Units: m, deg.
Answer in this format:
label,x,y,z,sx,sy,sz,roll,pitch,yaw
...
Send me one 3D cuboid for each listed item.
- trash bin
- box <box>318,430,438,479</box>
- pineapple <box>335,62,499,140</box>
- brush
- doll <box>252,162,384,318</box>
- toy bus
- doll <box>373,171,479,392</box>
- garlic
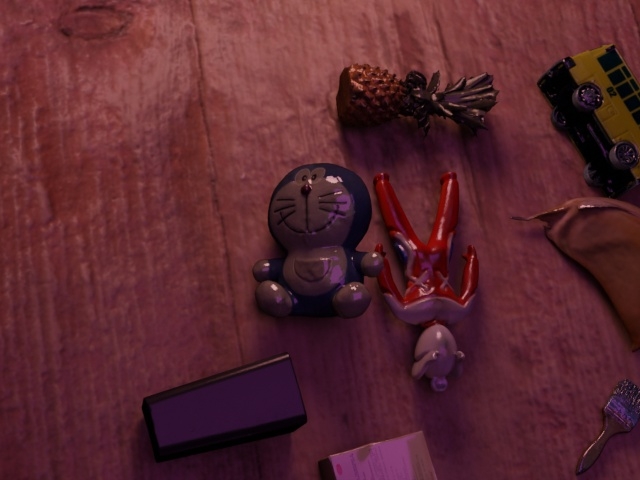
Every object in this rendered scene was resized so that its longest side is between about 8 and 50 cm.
label,x,y,z,sx,sy,sz,roll,pitch,yaw
trash bin,-0.151,0.265,1.757,0.225,0.165,0.115,-15,79,-14
box,0.105,0.426,1.806,0.168,0.095,0.212,-12,77,-17
pineapple,0.169,-0.248,2.007,0.277,0.119,0.130,6,29,-13
brush,0.494,0.327,1.963,0.070,0.021,0.196,41,70,2
doll,0.000,0.000,1.864,0.228,0.154,0.259,-4,85,24
toy bus,0.522,-0.220,2.069,0.150,0.128,0.262,-27,84,-19
doll,0.183,0.066,1.932,0.188,0.099,0.384,1,68,-12
garlic,0.520,0.018,2.000,0.196,0.151,0.338,-41,85,-7
